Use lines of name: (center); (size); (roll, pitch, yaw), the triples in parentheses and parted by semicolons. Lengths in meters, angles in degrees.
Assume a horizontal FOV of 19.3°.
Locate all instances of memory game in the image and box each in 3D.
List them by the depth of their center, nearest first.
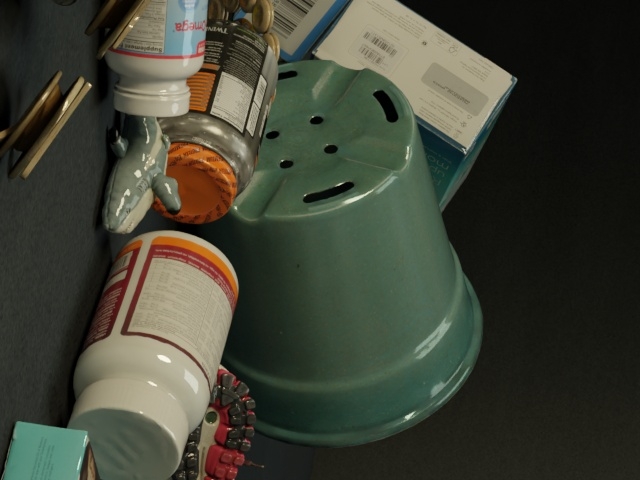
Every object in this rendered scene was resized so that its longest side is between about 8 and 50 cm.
memory game: (-0.089, -0.185, 1.973); (0.186, 0.012, 0.186); (-2, -93, 61)

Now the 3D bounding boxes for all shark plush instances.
shark plush: (-0.163, -0.085, 1.685); (0.067, 0.073, 0.161); (12, 89, -53)

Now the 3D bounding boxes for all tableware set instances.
tableware set: (-0.173, -0.131, 1.324); (0.194, 0.039, 0.128); (-56, -169, -6)

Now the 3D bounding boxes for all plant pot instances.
plant pot: (0.000, 0.000, 2.134); (0.334, 0.341, 0.341); (78, 18, -46)

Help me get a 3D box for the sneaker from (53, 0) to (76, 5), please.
sneaker: (-0.198, -0.201, 1.300); (0.135, 0.052, 0.058); (75, 32, -57)

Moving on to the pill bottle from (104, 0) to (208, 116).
pill bottle: (-0.140, -0.190, 1.608); (0.087, 0.087, 0.160); (-63, 159, -72)

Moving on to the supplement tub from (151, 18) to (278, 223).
supplement tub: (-0.111, -0.114, 1.817); (0.117, 0.117, 0.190); (90, 10, -47)

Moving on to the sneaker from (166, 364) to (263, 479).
sneaker: (-0.139, 0.267, 2.003); (0.112, 0.121, 0.299); (33, -67, 63)

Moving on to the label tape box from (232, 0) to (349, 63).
label tape box: (0.024, -0.399, 2.327); (0.240, 0.106, 0.334); (-48, -167, 32)

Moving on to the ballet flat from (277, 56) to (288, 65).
ballet flat: (-0.061, -0.201, 2.374); (0.080, 0.073, 0.232); (83, 14, -57)

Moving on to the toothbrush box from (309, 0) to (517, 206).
toothbrush box: (0.088, -0.146, 2.280); (0.126, 0.216, 0.295); (-54, 175, -21)

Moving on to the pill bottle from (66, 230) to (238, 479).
pill bottle: (-0.149, 0.103, 1.666); (0.221, 0.121, 0.121); (-76, 170, -48)

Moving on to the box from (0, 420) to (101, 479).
box: (-0.211, 0.250, 1.532); (0.244, 0.060, 0.100); (87, 11, -57)
